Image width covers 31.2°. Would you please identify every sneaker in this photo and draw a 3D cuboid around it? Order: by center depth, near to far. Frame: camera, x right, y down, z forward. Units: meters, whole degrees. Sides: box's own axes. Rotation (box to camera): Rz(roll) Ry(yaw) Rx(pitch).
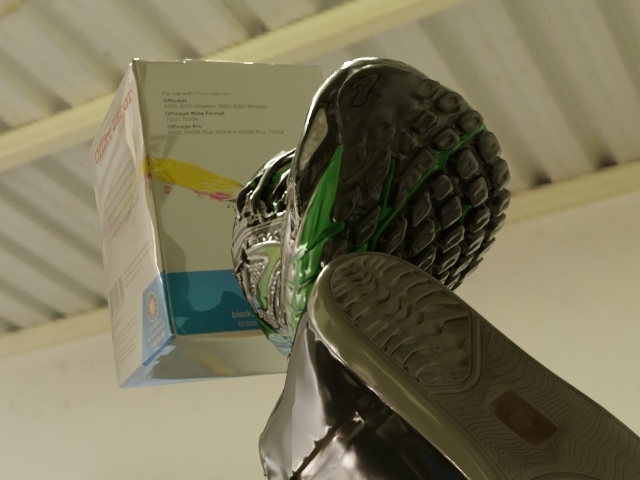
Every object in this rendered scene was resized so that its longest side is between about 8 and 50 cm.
[{"bbox_3d":[0.066,0.115,0.466,0.083,0.222,0.118,-19,-36,-39],"label":"sneaker"},{"bbox_3d":[0.000,0.000,0.654,0.134,0.146,0.343,-36,-16,-19],"label":"sneaker"}]

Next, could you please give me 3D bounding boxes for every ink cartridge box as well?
[{"bbox_3d":[-0.085,-0.013,0.964,0.168,0.232,0.171,-2,-19,-25],"label":"ink cartridge box"}]
